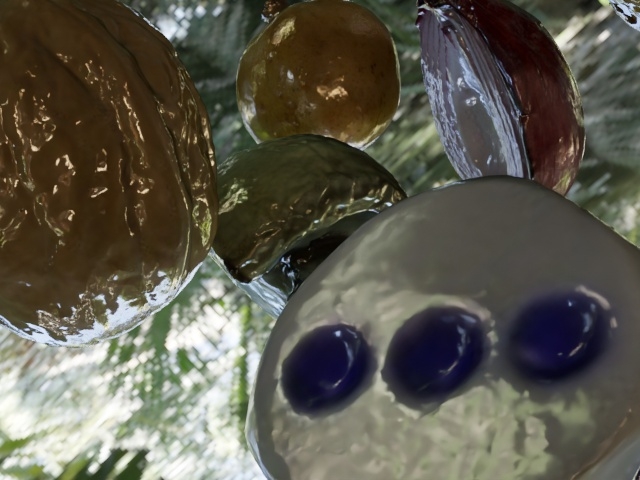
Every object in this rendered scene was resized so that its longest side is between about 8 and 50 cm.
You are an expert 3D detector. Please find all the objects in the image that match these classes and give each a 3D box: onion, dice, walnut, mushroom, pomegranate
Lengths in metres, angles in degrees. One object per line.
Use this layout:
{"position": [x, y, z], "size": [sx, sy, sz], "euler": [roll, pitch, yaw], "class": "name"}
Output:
{"position": [0.184, -0.164, 1.303], "size": [0.227, 0.120, 0.283], "euler": [43, 157, 58], "class": "onion"}
{"position": [0.118, 0.124, 0.834], "size": [0.259, 0.251, 0.243], "euler": [42, 174, 45], "class": "dice"}
{"position": [-0.182, -0.054, 0.930], "size": [0.225, 0.225, 0.261], "euler": [-48, -49, -58], "class": "walnut"}
{"position": [-0.002, -0.002, 1.176], "size": [0.267, 0.164, 0.189], "euler": [47, 175, -40], "class": "mushroom"}
{"position": [-0.007, -0.175, 1.374], "size": [0.196, 0.196, 0.196], "euler": [30, -144, -25], "class": "pomegranate"}

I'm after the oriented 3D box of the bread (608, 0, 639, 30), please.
{"position": [0.292, -0.385, 1.256], "size": [0.324, 0.167, 0.277], "euler": [38, -136, -26], "class": "bread"}
